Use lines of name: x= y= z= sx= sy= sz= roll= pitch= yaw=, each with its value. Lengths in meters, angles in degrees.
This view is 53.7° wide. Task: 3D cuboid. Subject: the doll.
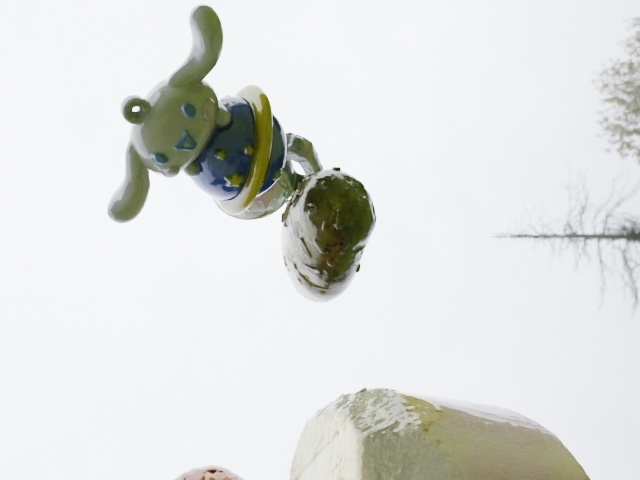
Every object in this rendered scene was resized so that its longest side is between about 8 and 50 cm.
doll: x=-0.153 y=-0.174 z=0.879 sx=0.242 sy=0.160 sz=0.311 roll=7 pitch=-56 yaw=-20

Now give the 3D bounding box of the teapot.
teapot: x=-0.113 y=-0.129 z=1.159 sx=0.163 sy=0.221 sz=0.178 roll=-53 pitch=-18 yaw=-20

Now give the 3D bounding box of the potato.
potato: x=0.000 y=0.000 z=1.050 sx=0.141 sy=0.298 sz=0.176 roll=4 pitch=-126 yaw=-14

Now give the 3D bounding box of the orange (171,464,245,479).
orange: x=-0.196 y=0.480 z=1.070 sx=0.193 sy=0.193 sz=0.161 roll=-37 pitch=-31 yaw=-37

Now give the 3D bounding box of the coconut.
coconut: x=0.136 y=0.315 z=0.677 sx=0.309 sy=0.297 sz=0.298 roll=14 pitch=-99 yaw=-21
